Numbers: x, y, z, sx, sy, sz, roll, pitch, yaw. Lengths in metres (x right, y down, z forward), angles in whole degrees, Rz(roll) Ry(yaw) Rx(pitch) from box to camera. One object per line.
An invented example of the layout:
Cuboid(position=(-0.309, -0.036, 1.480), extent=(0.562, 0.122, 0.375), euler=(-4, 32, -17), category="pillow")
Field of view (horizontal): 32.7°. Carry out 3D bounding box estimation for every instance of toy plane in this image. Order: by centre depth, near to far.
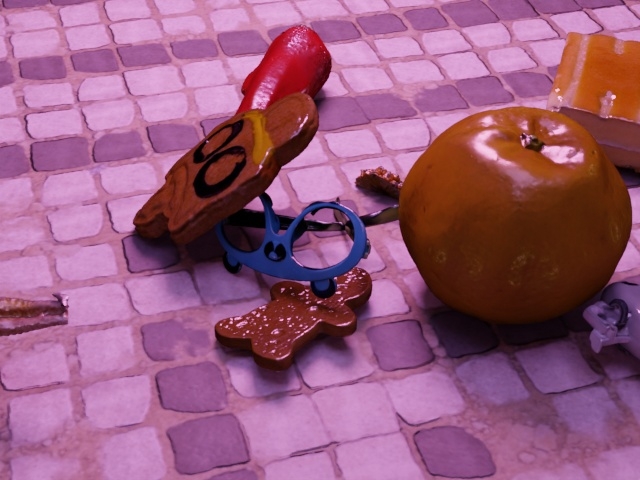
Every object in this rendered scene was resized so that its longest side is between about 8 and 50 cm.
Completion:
Cuboid(position=(0.380, 0.113, 1.255), extent=(0.174, 0.080, 0.174), euler=(15, 31, -10), category="toy plane")

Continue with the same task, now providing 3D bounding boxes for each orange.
Cuboid(position=(0.232, -0.035, 1.302), extent=(0.279, 0.235, 0.279), euler=(-6, 40, 5), category="orange")

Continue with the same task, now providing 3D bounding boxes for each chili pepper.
Cuboid(position=(-0.060, -0.229, 1.632), extent=(0.110, 0.110, 0.387), euler=(14, 42, 14), category="chili pepper")

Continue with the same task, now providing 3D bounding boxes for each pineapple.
Cuboid(position=(0.085, -0.081, 1.507), extent=(0.083, 0.045, 0.019), euler=(20, 55, 15), category="pineapple")

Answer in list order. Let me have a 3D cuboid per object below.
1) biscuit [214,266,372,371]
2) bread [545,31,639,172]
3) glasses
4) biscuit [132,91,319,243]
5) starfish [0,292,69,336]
Cuboid(position=(-0.016, 0.089, 1.300), extent=(0.138, 0.031, 0.205), euler=(22, 42, 40), category="biscuit")
Cuboid(position=(0.458, -0.200, 1.613), extent=(0.239, 0.111, 0.246), euler=(13, 41, 15), category="bread")
Cuboid(position=(-0.005, -0.033, 1.377), extent=(0.239, 0.102, 0.207), euler=(11, 35, 35), category="glasses")
Cuboid(position=(-0.128, -0.096, 1.399), extent=(0.290, 0.041, 0.208), euler=(-33, 30, 11), category="biscuit")
Cuboid(position=(-0.526, 0.057, 1.238), extent=(0.384, 0.132, 0.398), euler=(-15, 38, -25), category="starfish")
